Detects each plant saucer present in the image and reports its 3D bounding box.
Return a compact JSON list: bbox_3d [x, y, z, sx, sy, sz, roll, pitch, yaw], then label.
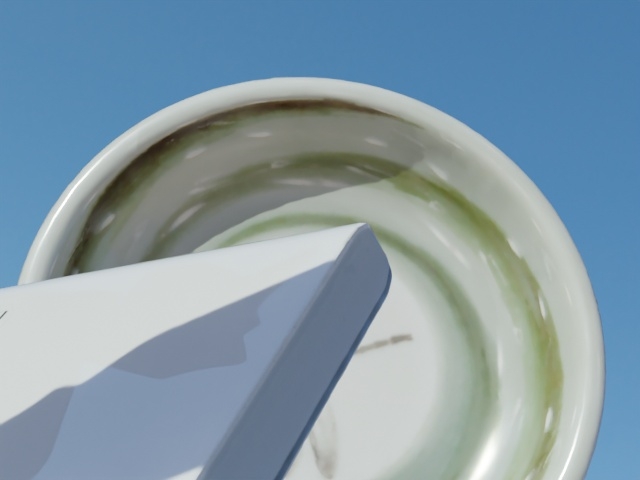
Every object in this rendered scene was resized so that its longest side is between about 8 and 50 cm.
[{"bbox_3d":[-0.009,0.082,0.917,0.400,0.400,0.100,17,-22,2],"label":"plant saucer"}]

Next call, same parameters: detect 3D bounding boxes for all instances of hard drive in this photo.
[{"bbox_3d":[-0.136,0.083,0.614,0.308,0.203,0.040,-9,-59,34],"label":"hard drive"}]
